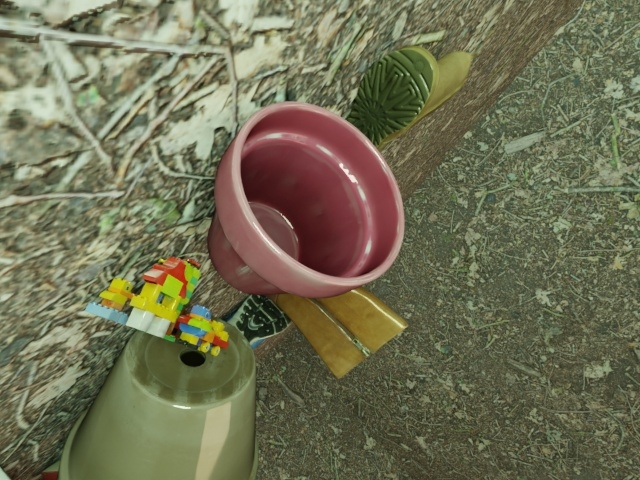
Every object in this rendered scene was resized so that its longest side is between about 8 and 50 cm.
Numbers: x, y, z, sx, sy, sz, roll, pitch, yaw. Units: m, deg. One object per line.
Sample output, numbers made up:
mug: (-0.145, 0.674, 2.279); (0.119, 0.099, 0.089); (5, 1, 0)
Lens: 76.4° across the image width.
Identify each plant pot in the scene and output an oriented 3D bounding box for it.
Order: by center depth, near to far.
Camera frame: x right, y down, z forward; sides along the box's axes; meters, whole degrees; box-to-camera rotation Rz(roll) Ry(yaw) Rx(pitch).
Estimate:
plant pot: (-0.039, -0.021, 0.463); (0.201, 0.201, 0.180); (-37, -177, -41)
plant pot: (-0.233, 0.283, 0.654); (0.323, 0.323, 0.281); (-30, 146, -57)

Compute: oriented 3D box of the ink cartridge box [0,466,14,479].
ink cartridge box: (-0.445, 0.500, 0.611); (0.117, 0.278, 0.201); (-41, 170, -43)

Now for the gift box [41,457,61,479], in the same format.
gift box: (-0.340, 0.485, 0.837); (0.276, 0.255, 0.258); (-17, -174, 28)

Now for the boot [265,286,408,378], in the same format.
boot: (0.016, 0.036, 0.598); (0.264, 0.280, 0.096); (-48, 171, 18)

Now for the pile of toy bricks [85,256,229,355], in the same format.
pile of toy bricks: (-0.183, 0.070, 0.511); (0.212, 0.118, 0.105); (65, 41, -63)

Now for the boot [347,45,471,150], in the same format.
boot: (0.161, -0.247, 0.644); (0.269, 0.089, 0.236); (-39, -179, -30)

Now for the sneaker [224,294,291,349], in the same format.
sneaker: (-0.207, 0.236, 1.064); (0.330, 0.130, 0.147); (-33, 179, -40)
